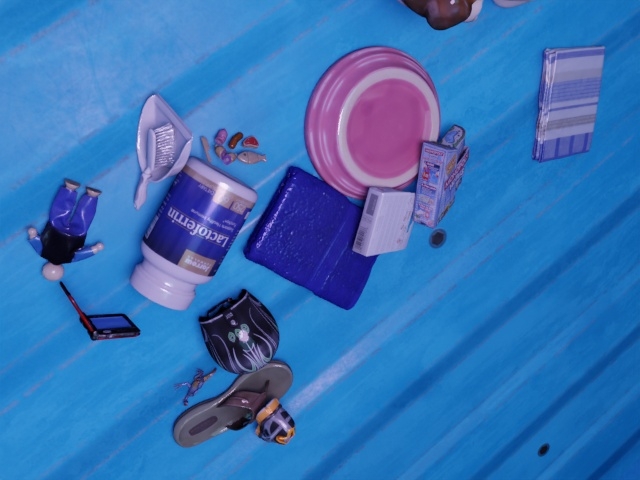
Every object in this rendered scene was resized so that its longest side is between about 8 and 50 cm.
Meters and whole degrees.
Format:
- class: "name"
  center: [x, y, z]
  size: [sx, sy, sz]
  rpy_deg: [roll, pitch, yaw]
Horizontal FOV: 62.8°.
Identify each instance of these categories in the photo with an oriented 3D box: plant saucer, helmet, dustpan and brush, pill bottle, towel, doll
- class: "plant saucer"
  center: [0.131, -0.243, 1.132]
  size: [0.332, 0.084, 0.332]
  rpy_deg: [-9, 112, -22]
- class: "helmet"
  center: [-0.165, 0.203, 1.114]
  size: [0.169, 0.169, 0.161]
  rpy_deg: [-32, 101, -12]
- class: "dustpan and brush"
  center: [-0.305, -0.140, 0.959]
  size: [0.060, 0.147, 0.211]
  rpy_deg: [-18, 144, -38]
- class: "pill bottle"
  center: [-0.244, -0.012, 0.996]
  size: [0.153, 0.153, 0.265]
  rpy_deg: [27, 95, -30]
- class: "towel"
  center: [0.643, -0.355, 1.362]
  size: [0.209, 0.034, 0.285]
  rpy_deg: [-14, 115, -23]
- class: "doll"
  center: [-0.460, -0.010, 0.957]
  size: [0.129, 0.046, 0.189]
  rpy_deg: [21, 98, -28]
- class: "towel"
  center: [0.000, 0.000, 1.166]
  size: [0.308, 0.076, 0.228]
  rpy_deg: [30, 89, -31]

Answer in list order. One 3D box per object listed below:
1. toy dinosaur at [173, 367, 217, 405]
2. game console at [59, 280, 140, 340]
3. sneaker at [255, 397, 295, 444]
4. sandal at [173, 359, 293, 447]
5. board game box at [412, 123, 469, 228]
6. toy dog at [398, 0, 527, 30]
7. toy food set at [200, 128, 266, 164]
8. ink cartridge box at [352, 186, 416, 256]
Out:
- class: "toy dinosaur"
  center: [-0.276, 0.332, 1.169]
  size: [0.090, 0.047, 0.082]
  rpy_deg: [0, 126, -36]
- class: "game console"
  center: [-0.410, 0.126, 0.974]
  size: [0.124, 0.144, 0.085]
  rpy_deg: [1, 97, -33]
- class: "sneaker"
  center: [-0.099, 0.440, 1.221]
  size: [0.084, 0.083, 0.215]
  rpy_deg: [-44, 158, -21]
- class: "sandal"
  center: [-0.188, 0.390, 1.201]
  size: [0.302, 0.086, 0.120]
  rpy_deg: [-32, 118, -12]
- class: "board game box"
  center: [0.276, -0.161, 1.166]
  size: [0.194, 0.060, 0.194]
  rpy_deg: [-48, 148, -28]
- class: "toy dog"
  center: [0.295, -0.520, 0.945]
  size: [0.408, 0.395, 0.285]
  rpy_deg: [-27, 126, -24]
- class: "toy food set"
  center: [-0.167, -0.186, 1.028]
  size: [0.122, 0.019, 0.078]
  rpy_deg: [-10, 73, -32]
- class: "ink cartridge box"
  center: [0.151, -0.046, 1.162]
  size: [0.179, 0.045, 0.145]
  rpy_deg: [-9, 118, -54]
